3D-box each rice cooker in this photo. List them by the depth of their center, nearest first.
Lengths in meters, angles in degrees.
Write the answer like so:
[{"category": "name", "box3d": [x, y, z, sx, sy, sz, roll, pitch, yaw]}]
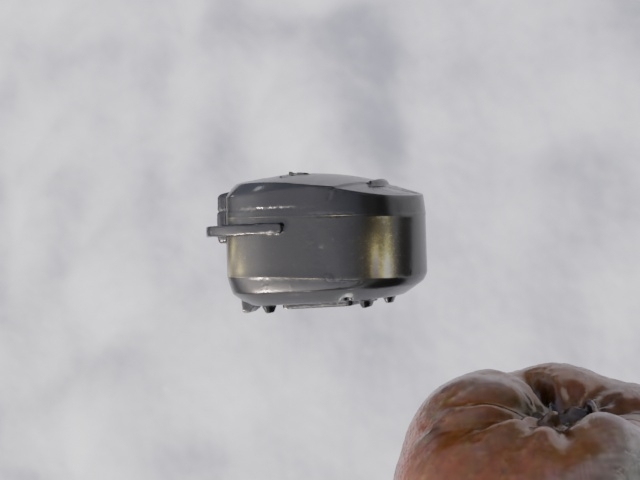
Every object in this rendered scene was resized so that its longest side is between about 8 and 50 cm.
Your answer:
[{"category": "rice cooker", "box3d": [0.000, 0.000, 1.202, 0.165, 0.112, 0.106, -9, 89, 28]}]

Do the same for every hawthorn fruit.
[{"category": "hawthorn fruit", "box3d": [0.151, 0.201, 1.117, 0.263, 0.231, 0.235, -55, 23, 33]}]
